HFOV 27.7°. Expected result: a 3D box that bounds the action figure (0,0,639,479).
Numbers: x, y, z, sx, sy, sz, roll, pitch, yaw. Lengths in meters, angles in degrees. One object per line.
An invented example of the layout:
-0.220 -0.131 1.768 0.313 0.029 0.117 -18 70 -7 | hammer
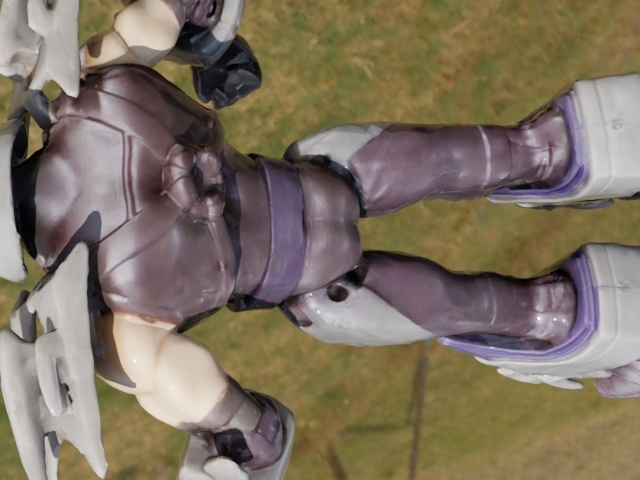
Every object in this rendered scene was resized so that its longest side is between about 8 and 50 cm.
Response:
0.000 0.000 0.406 0.285 0.185 0.099 3 169 -25 | action figure
